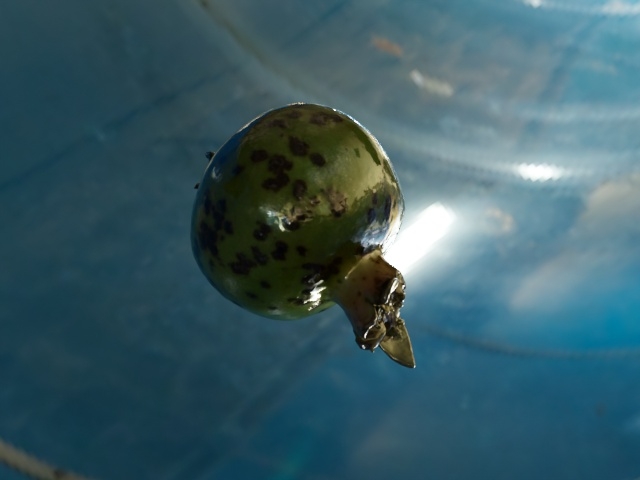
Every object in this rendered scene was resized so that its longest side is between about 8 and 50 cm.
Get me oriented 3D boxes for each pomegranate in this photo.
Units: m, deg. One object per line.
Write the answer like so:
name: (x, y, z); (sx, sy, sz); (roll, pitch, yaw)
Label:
pomegranate: (0.000, 0.000, 0.986); (0.161, 0.122, 0.122); (49, -161, 18)
